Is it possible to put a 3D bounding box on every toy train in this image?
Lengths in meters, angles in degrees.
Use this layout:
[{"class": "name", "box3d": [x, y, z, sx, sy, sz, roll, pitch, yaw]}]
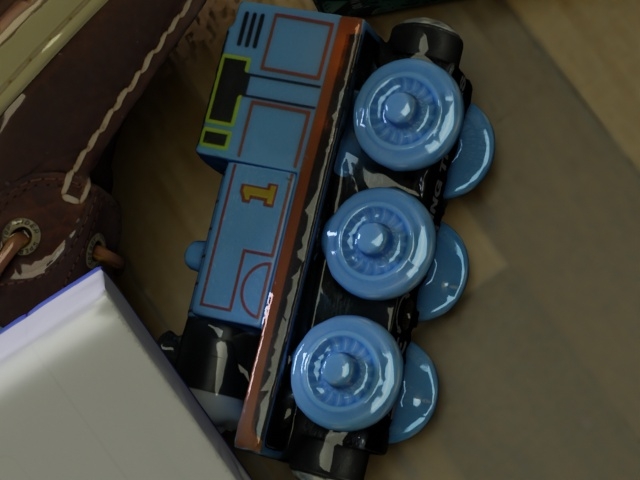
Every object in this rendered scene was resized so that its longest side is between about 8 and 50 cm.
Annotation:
[{"class": "toy train", "box3d": [0.000, 0.000, 0.686, 0.105, 0.080, 0.184, 11, 83, 20]}]

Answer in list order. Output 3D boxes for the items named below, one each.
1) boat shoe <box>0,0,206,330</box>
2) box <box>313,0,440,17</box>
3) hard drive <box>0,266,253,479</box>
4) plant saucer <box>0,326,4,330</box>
[{"class": "boat shoe", "box3d": [-0.130, 0.010, 0.694, 0.123, 0.123, 0.342, 40, 85, -17]}, {"class": "box", "box3d": [0.137, -0.230, 0.720, 0.322, 0.058, 0.232, -10, 77, 8]}, {"class": "hard drive", "box3d": [-0.153, 0.180, 0.637, 0.319, 0.040, 0.210, -32, 109, 1]}, {"class": "plant saucer", "box3d": [-0.177, 0.102, 0.645, 0.067, 0.018, 0.192, 29, 105, -29]}]
